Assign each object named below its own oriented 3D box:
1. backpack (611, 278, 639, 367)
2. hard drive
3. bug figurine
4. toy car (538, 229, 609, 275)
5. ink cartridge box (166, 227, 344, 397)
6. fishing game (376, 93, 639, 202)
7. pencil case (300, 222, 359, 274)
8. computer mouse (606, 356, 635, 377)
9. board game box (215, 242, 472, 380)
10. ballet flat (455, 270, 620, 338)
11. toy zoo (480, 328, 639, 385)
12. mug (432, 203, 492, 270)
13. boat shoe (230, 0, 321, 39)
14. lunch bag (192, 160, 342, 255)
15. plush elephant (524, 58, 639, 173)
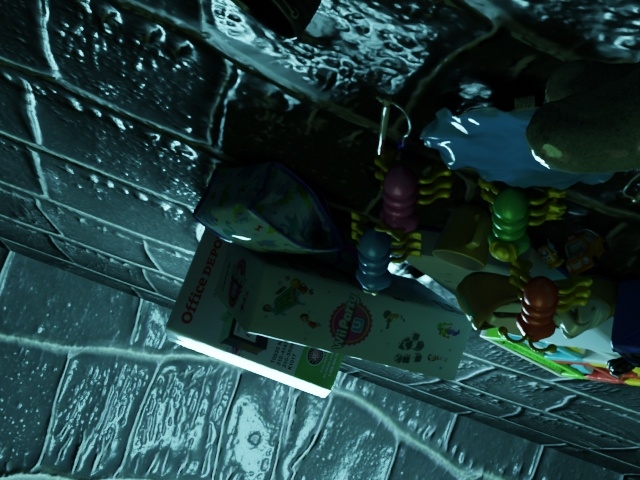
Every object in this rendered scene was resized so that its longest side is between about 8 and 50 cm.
[{"bbox_3d":[0.408,0.109,1.296,0.101,0.098,0.120,0,156,46],"label":"backpack"},{"bbox_3d":[0.261,0.068,1.468,0.210,0.040,0.318,7,162,42],"label":"hard drive"},{"bbox_3d":[0.140,0.009,1.163,0.279,0.072,0.216,16,137,23],"label":"bug figurine"},{"bbox_3d":[0.266,0.016,1.229,0.040,0.060,0.122,54,153,-6],"label":"toy car"},{"bbox_3d":[-0.084,0.104,1.763,0.278,0.201,0.117,20,166,0],"label":"ink cartridge box"},{"bbox_3d":[0.178,-0.088,0.969,0.264,0.041,0.189,10,166,4],"label":"fishing game"},{"bbox_3d":[0.000,0.000,1.523,0.151,0.064,0.070,18,178,6],"label":"pencil case"},{"bbox_3d":[0.450,0.132,1.411,0.106,0.042,0.193,-19,174,-27],"label":"computer mouse"},{"bbox_3d":[0.027,0.089,1.546,0.303,0.097,0.224,15,-174,-18],"label":"board game box"},{"bbox_3d":[0.267,0.084,1.299,0.232,0.073,0.080,3,135,-19],"label":"ballet flat"},{"bbox_3d":[0.409,0.177,1.714,0.192,0.030,0.293,27,166,-27],"label":"toy zoo"},{"bbox_3d":[0.170,-0.006,1.251,0.062,0.064,0.078,30,163,-37],"label":"mug"},{"bbox_3d":[-0.095,-0.212,0.774,0.228,0.076,0.080,27,165,-29],"label":"boat shoe"},{"bbox_3d":[-0.060,-0.029,1.414,0.151,0.096,0.129,40,154,-32],"label":"lunch bag"},{"bbox_3d":[0.223,-0.066,0.524,0.330,0.272,0.255,-30,150,36],"label":"plush elephant"}]
